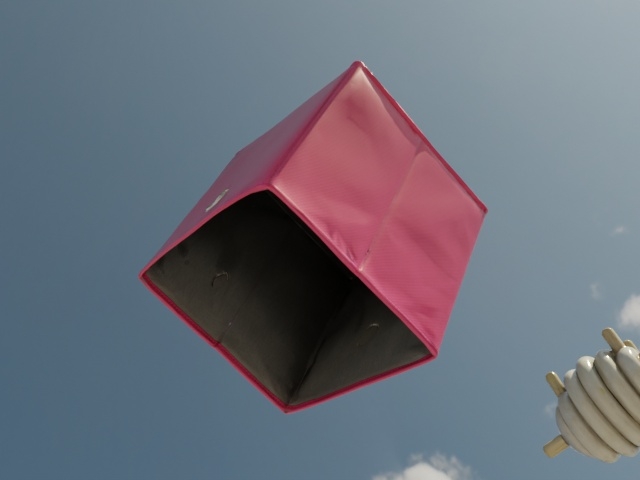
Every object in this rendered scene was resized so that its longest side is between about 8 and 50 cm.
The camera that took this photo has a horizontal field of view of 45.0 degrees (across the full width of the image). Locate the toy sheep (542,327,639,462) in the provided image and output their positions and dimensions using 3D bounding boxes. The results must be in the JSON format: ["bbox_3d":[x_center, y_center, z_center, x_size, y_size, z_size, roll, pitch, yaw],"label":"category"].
[{"bbox_3d":[0.226,0.126,0.601,0.091,0.091,0.132,33,-67,-23],"label":"toy sheep"}]

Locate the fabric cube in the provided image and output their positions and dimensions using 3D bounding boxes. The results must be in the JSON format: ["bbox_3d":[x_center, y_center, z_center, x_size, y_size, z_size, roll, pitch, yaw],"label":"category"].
[{"bbox_3d":[0.000,0.000,0.902,0.259,0.258,0.254,45,-46,-15],"label":"fabric cube"}]
